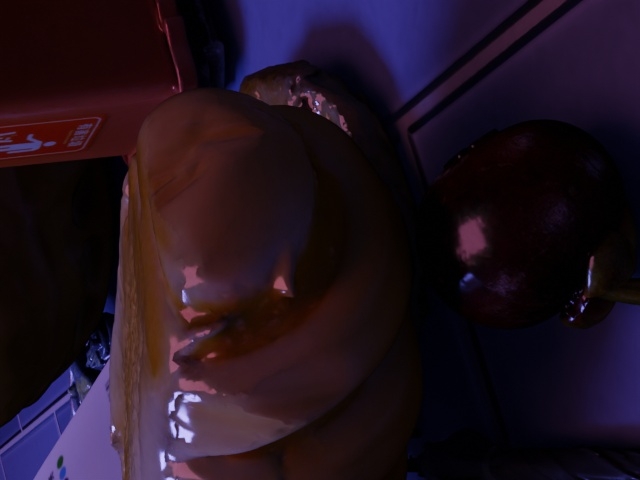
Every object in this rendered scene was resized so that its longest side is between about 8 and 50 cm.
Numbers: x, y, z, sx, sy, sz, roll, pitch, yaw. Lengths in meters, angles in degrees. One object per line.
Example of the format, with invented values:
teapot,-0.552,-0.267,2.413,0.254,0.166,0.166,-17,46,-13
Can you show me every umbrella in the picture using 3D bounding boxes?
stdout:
umbrella,0.084,0.102,0.547,0.044,0.044,0.269,49,160,-11

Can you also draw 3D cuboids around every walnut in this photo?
walnut,-0.323,-0.023,1.062,0.354,0.308,0.398,-76,-13,-64

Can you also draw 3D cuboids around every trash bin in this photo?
trash bin,-0.199,-0.134,0.804,0.161,0.239,0.184,-36,68,64

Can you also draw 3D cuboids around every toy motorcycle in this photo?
toy motorcycle,-0.191,0.163,1.153,0.124,0.061,0.193,-19,78,60

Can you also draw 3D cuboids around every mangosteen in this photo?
mangosteen,0.074,-0.003,0.467,0.081,0.081,0.081,41,138,53

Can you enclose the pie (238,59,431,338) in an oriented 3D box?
pie,0.000,0.000,0.673,0.195,0.046,0.195,46,143,51

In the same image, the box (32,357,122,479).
box,-0.096,0.213,0.806,0.221,0.091,0.274,-54,39,22

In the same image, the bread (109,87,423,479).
bread,-0.026,0.079,0.557,0.311,0.121,0.173,100,162,-45
